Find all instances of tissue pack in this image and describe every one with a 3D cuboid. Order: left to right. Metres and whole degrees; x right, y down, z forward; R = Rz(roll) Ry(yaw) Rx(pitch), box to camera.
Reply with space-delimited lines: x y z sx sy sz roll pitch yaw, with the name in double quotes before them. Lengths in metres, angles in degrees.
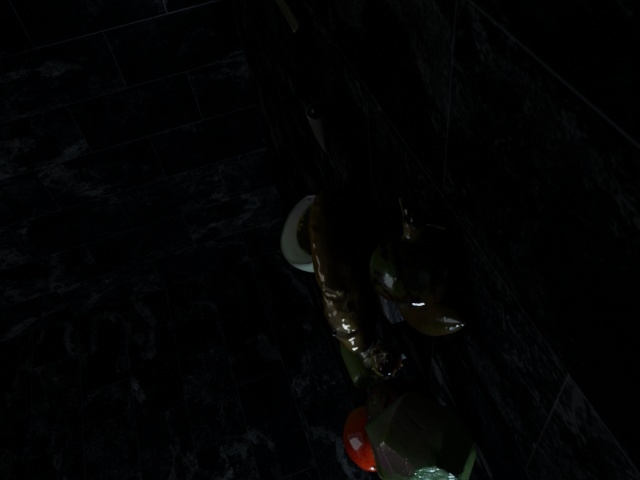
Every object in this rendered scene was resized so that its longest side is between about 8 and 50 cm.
"tissue pack" 0.160 0.121 1.365 0.155 0.065 0.116 -138 32 -74

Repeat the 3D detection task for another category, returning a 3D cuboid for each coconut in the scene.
"coconut" 0.200 0.428 1.181 0.236 0.235 0.205 117 173 -80

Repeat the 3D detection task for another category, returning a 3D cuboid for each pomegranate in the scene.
"pomegranate" 0.186 0.643 1.909 0.257 0.220 0.221 -71 -26 -51
"pomegranate" 0.161 0.033 0.941 0.169 0.148 0.148 -66 29 25

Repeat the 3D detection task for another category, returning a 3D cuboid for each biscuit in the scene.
"biscuit" 0.067 0.071 1.482 0.446 0.104 0.429 -45 -58 -77

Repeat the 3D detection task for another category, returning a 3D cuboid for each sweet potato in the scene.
"sweet potato" 0.195 0.111 1.071 0.346 0.079 0.108 -121 43 -65

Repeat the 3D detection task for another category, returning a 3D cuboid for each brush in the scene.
"brush" -0.095 -0.643 1.556 0.034 0.027 0.190 -48 59 39

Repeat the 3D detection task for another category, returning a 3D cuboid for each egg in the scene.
"egg" -0.016 0.003 1.965 0.161 0.206 0.271 32 -143 -47

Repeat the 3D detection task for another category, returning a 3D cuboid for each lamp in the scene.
"lamp" 0.208 0.440 1.421 0.258 0.180 0.180 -135 28 -80

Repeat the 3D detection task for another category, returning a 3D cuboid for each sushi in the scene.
"sushi" 0.185 0.329 1.595 0.097 0.103 0.226 41 160 17

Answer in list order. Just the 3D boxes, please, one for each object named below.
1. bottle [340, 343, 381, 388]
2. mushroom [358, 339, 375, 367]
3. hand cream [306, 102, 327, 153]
"bottle" 0.135 0.416 2.097 0.112 0.112 0.260 79 170 -45
"mushroom" 0.117 0.280 1.997 0.109 0.097 0.351 90 157 -76
"hand cream" -0.004 -0.322 1.592 0.186 0.054 0.087 72 -179 -68
